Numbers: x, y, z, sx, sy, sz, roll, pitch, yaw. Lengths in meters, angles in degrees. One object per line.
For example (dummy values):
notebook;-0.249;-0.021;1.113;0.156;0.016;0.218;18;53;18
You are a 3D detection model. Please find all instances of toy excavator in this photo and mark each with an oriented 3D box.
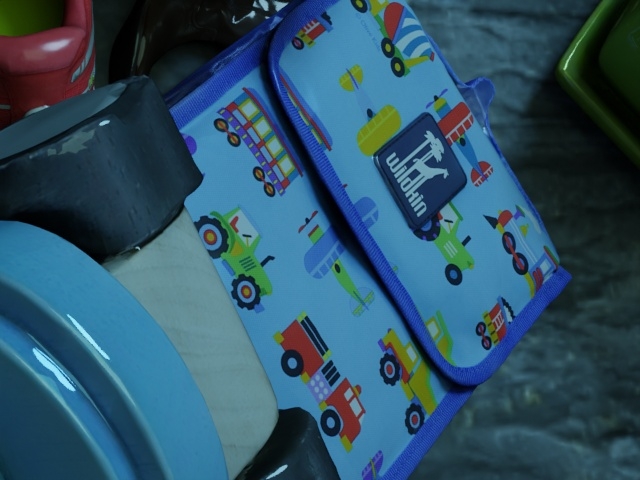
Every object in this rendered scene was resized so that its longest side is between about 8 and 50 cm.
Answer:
toy excavator;-0.268;0.144;0.788;0.445;0.433;0.222;-43;115;-52

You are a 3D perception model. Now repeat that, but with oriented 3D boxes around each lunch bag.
lunch bag;0.000;0.000;1.043;0.293;0.138;0.221;-42;103;-35

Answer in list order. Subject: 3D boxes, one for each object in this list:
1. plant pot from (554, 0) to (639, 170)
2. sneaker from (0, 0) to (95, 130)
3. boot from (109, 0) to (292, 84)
plant pot;0.286;-0.117;1.151;0.227;0.207;0.228;43;65;-10
sneaker;-0.154;-0.164;0.973;0.107;0.118;0.279;-7;58;-18
boot;-0.054;-0.105;1.087;0.114;0.037;0.106;20;73;-25
